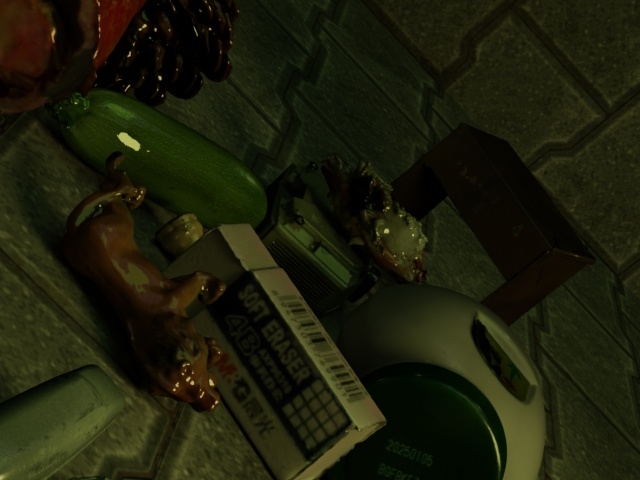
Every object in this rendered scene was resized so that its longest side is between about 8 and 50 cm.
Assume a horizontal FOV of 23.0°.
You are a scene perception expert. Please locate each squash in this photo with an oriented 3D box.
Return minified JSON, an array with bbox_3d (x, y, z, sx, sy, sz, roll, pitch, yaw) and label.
[{"bbox_3d":[-0.188,-0.095,1.946,0.395,0.107,0.107,31,25,-47],"label":"squash"}]

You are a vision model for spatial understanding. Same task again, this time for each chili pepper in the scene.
[{"bbox_3d":[-0.307,-0.309,1.765,0.229,0.251,0.305,47,40,-19],"label":"chili pepper"}]

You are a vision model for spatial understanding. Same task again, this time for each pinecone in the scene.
[{"bbox_3d":[-0.224,-0.279,2.062,0.224,0.224,0.272,49,41,-3],"label":"pinecone"}]

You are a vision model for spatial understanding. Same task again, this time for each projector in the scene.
[{"bbox_3d":[0.000,0.000,2.224,0.193,0.088,0.269,43,19,-10],"label":"projector"}]

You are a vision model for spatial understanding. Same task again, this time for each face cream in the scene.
[{"bbox_3d":[0.143,0.205,1.934,0.312,0.219,0.357,52,21,-4],"label":"face cream"}]

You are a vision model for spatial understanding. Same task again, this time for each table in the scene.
[{"bbox_3d":[0.212,0.014,2.381,0.251,0.282,0.196,55,19,20],"label":"table"}]

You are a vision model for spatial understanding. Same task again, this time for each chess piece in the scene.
[{"bbox_3d":[-0.129,0.049,1.882,0.172,0.060,0.060,55,19,10],"label":"chess piece"}]

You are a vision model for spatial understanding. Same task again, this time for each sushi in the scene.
[{"bbox_3d":[0.074,-0.035,2.166,0.226,0.103,0.097,51,35,16],"label":"sushi"}]

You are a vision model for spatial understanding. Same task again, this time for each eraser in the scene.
[{"bbox_3d":[-0.061,0.126,1.768,0.287,0.130,0.086,56,23,15],"label":"eraser"}]

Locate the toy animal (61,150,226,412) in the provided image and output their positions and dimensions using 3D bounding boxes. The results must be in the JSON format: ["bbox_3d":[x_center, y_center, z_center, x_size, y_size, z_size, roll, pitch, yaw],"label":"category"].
[{"bbox_3d":[-0.191,0.052,1.674,0.312,0.097,0.157,52,24,12],"label":"toy animal"}]

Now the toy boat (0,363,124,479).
[{"bbox_3d":[-0.259,0.175,1.303,0.078,0.085,0.260,50,29,5],"label":"toy boat"}]

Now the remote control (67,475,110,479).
[{"bbox_3d":[-0.144,0.288,1.372,0.247,0.052,0.104,41,21,-33],"label":"remote control"}]
